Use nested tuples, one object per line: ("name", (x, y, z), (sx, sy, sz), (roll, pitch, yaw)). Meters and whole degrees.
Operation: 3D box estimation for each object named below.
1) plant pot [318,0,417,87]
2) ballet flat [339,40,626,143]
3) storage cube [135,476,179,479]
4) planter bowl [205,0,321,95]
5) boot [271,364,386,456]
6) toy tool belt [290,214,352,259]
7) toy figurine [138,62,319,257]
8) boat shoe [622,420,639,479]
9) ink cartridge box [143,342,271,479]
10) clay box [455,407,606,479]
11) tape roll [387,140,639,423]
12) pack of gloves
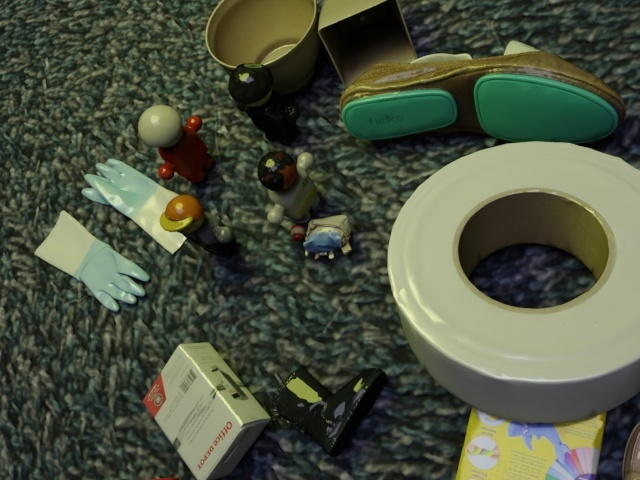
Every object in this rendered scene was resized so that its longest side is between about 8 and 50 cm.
("plant pot", (0.060, -0.298, 0.878), (0.109, 0.109, 0.096), (-19, 51, 13))
("ballet flat", (0.193, -0.189, 0.792), (0.342, 0.116, 0.124), (2, 51, 26))
("storage cube", (-0.277, 0.368, 0.686), (0.184, 0.215, 0.193), (-10, 73, 17))
("planter bowl", (-0.068, -0.277, 0.908), (0.162, 0.109, 0.162), (-7, 63, 15))
("boot", (0.007, 0.180, 0.744), (0.099, 0.045, 0.121), (30, 81, 34))
("toy tool belt", (0.000, 0.000, 0.810), (0.083, 0.052, 0.051), (-10, 58, 18))
("toy figurine", (-0.118, -0.102, 0.833), (0.213, 0.148, 0.209), (-20, 64, 8))
("boat shoe", (0.312, 0.250, 0.589), (0.063, 0.059, 0.170), (4, 71, 22))
("ink cartridge box", (-0.139, 0.205, 0.767), (0.135, 0.056, 0.099), (44, 108, 28))
("clay box", (0.213, 0.211, 0.645), (0.127, 0.053, 0.222), (11, 74, 24))
("tape roll", (0.215, 0.033, 0.647), (0.286, 0.100, 0.286), (-9, 51, 11))
("pack of gloves", (-0.314, -0.019, 0.942), (0.232, 0.046, 0.195), (28, 81, 28))
